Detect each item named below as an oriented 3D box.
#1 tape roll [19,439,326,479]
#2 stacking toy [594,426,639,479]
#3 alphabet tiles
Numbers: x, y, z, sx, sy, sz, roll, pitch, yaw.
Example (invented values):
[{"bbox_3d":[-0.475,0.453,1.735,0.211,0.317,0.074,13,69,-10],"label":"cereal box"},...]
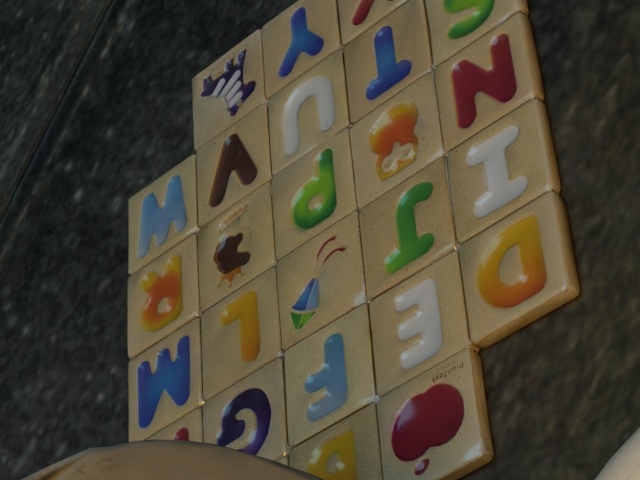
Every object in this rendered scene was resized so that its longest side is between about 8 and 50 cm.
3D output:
[{"bbox_3d":[0.061,0.204,0.457,0.072,0.392,0.392,-50,38,12],"label":"tape roll"},{"bbox_3d":[0.269,0.207,0.342,0.350,0.350,0.480,-37,57,26],"label":"stacking toy"},{"bbox_3d":[0.000,0.000,0.984,0.285,0.011,0.343,-32,44,30],"label":"alphabet tiles"}]
